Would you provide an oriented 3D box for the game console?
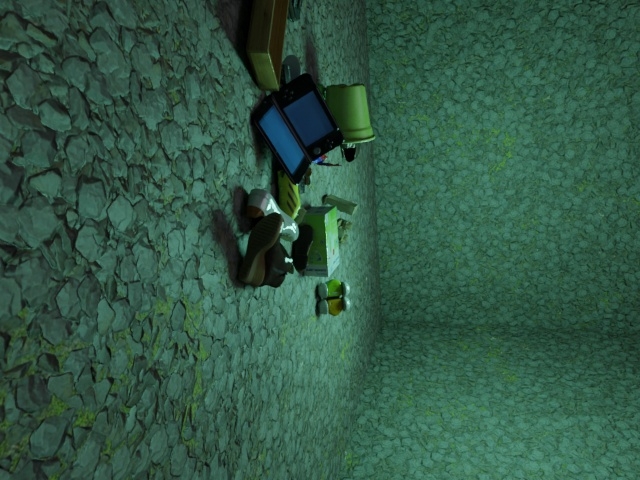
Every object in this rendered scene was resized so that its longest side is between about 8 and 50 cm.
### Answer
[{"bbox_3d":[-0.066,-0.389,1.563,0.293,0.250,0.173,57,6,-30],"label":"game console"}]

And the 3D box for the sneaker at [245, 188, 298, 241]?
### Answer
[{"bbox_3d":[-0.169,-0.047,1.486,0.290,0.106,0.122,49,50,-53],"label":"sneaker"}]

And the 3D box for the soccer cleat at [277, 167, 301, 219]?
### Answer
[{"bbox_3d":[-0.128,-0.202,1.668,0.121,0.094,0.288,24,68,-45],"label":"soccer cleat"}]

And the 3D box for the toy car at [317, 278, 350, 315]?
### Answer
[{"bbox_3d":[0.057,0.277,2.217,0.136,0.159,0.181,-164,-109,-71],"label":"toy car"}]

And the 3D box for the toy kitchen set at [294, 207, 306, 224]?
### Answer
[{"bbox_3d":[-0.114,-0.107,1.790,0.083,0.075,0.068,-58,-154,4],"label":"toy kitchen set"}]

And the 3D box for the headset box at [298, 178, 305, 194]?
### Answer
[{"bbox_3d":[-0.092,-0.223,1.849,0.083,0.032,0.062,-38,126,-72],"label":"headset box"}]

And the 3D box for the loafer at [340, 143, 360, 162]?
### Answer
[{"bbox_3d":[0.170,-0.590,2.569,0.365,0.134,0.130,67,28,-54],"label":"loafer"}]

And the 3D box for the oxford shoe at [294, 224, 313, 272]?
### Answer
[{"bbox_3d":[-0.079,0.033,1.863,0.076,0.076,0.212,115,-13,-66],"label":"oxford shoe"}]

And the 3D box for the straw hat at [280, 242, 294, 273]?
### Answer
[{"bbox_3d":[-0.156,0.070,1.567,0.061,0.144,0.144,-30,131,-21],"label":"straw hat"}]

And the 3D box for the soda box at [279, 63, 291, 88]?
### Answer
[{"bbox_3d":[-0.139,-0.557,1.642,0.060,0.054,0.168,-51,138,-64],"label":"soda box"}]

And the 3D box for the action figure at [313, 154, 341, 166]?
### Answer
[{"bbox_3d":[0.016,-0.385,2.051,0.280,0.139,0.091,-36,125,-73],"label":"action figure"}]

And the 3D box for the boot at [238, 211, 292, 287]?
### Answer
[{"bbox_3d":[-0.150,0.037,1.426,0.248,0.090,0.207,-62,152,5],"label":"boot"}]

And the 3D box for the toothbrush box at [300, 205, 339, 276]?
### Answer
[{"bbox_3d":[0.000,0.000,2.012,0.206,0.122,0.282,-41,131,-69],"label":"toothbrush box"}]

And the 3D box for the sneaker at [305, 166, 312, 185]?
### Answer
[{"bbox_3d":[-0.054,-0.285,1.996,0.037,0.032,0.083,38,58,-87],"label":"sneaker"}]

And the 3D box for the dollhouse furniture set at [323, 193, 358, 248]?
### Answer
[{"bbox_3d":[0.075,-0.096,2.323,0.212,0.161,0.241,-40,150,-69],"label":"dollhouse furniture set"}]

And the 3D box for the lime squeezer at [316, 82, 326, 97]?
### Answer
[{"bbox_3d":[-0.002,-0.690,2.114,0.310,0.059,0.109,-67,152,-55],"label":"lime squeezer"}]

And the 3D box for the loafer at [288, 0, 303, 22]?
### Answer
[{"bbox_3d":[-0.099,-0.993,1.721,0.096,0.084,0.267,-59,145,-61],"label":"loafer"}]

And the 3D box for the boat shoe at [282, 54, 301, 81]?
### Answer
[{"bbox_3d":[-0.106,-0.594,1.729,0.076,0.080,0.228,-97,-179,-77],"label":"boat shoe"}]

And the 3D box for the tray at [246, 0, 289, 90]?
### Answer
[{"bbox_3d":[-0.166,-0.727,1.459,0.203,0.076,0.409,74,19,-74],"label":"tray"}]

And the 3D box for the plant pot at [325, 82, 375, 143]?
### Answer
[{"bbox_3d":[0.121,-0.611,2.125,0.276,0.277,0.253,-57,146,-62],"label":"plant pot"}]
